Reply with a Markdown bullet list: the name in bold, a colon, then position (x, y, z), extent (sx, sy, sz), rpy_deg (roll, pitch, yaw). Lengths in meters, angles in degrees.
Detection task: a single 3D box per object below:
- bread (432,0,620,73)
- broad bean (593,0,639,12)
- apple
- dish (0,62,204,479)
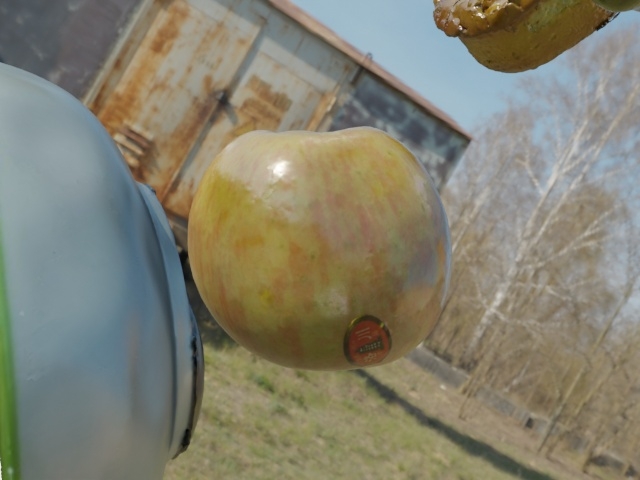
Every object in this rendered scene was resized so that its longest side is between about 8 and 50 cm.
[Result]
- **bread**: position (0.430, -0.528, 1.595), extent (0.215, 0.398, 0.398), rpy_deg (46, -9, -29)
- **broad bean**: position (0.363, -0.299, 0.817), extent (0.124, 0.175, 0.082), rpy_deg (96, -18, -56)
- **apple**: position (0.000, 0.000, 1.145), extent (0.392, 0.346, 0.391), rpy_deg (1, 15, 0)
- **dish**: position (-0.150, 0.054, 0.465), extent (0.124, 0.324, 0.324), rpy_deg (-4, 18, -30)
